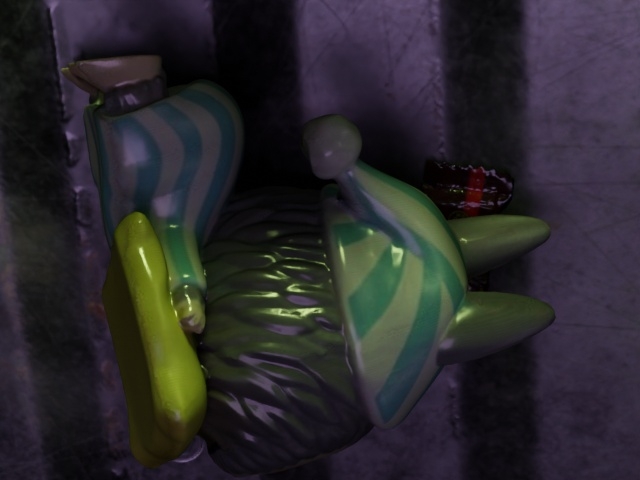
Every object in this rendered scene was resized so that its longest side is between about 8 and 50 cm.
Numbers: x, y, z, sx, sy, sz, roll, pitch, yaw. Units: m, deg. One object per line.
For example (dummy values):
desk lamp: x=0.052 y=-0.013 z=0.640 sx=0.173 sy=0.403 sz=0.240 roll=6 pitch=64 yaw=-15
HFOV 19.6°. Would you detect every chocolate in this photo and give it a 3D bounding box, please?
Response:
chocolate: x=0.117 y=0.017 z=1.631 sx=0.086 sy=0.028 sz=0.182 roll=12 pitch=117 yaw=1

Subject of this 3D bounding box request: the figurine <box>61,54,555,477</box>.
figurine: x=0.000 y=0.000 z=1.563 sx=0.377 sy=0.266 sz=0.361 roll=-11 pitch=95 yaw=-15
